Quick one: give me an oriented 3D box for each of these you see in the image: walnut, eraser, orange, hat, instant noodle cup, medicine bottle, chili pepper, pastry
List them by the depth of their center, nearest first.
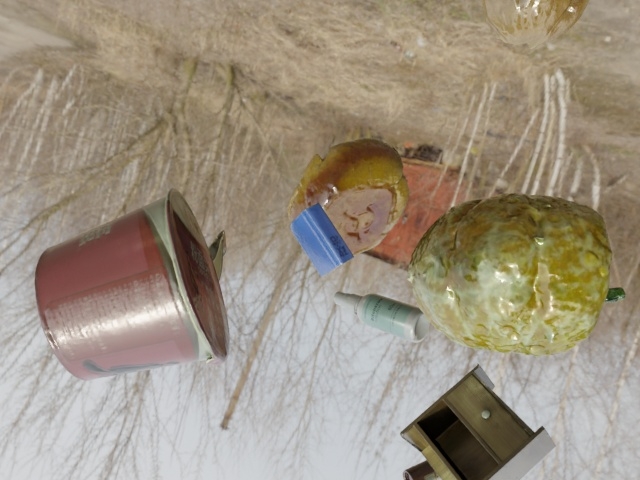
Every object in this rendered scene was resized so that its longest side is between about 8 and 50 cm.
[{"bbox_3d":[-0.234,0.067,0.705,0.179,0.234,0.235,-16,-170,-3],"label":"instant noodle cup"},{"bbox_3d":[0.000,0.000,0.713,0.027,0.084,0.063,-30,176,-29],"label":"eraser"},{"bbox_3d":[0.285,0.055,0.928,0.211,0.270,0.369,7,172,-37],"label":"orange"},{"bbox_3d":[0.540,0.097,1.092,0.118,0.035,0.055,26,-136,32],"label":"chili pepper"},{"bbox_3d":[0.422,-0.518,1.123,0.238,0.204,0.141,40,-166,14],"label":"walnut"},{"bbox_3d":[-0.293,0.078,1.373,0.166,0.173,0.144,-19,159,4],"label":"hat"},{"bbox_3d":[0.079,-0.107,1.467,0.356,0.356,0.163,11,-149,-42],"label":"pastry"},{"bbox_3d":[0.188,0.235,1.814,0.352,0.110,0.110,14,-177,41],"label":"medicine bottle"}]

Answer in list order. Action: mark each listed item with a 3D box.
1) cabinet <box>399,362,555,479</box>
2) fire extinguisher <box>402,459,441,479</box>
[{"bbox_3d":[0.303,0.386,1.064,0.175,0.215,0.148,48,178,43],"label":"cabinet"},{"bbox_3d":[0.367,0.713,1.710,0.231,0.099,0.071,-13,-136,-24],"label":"fire extinguisher"}]
